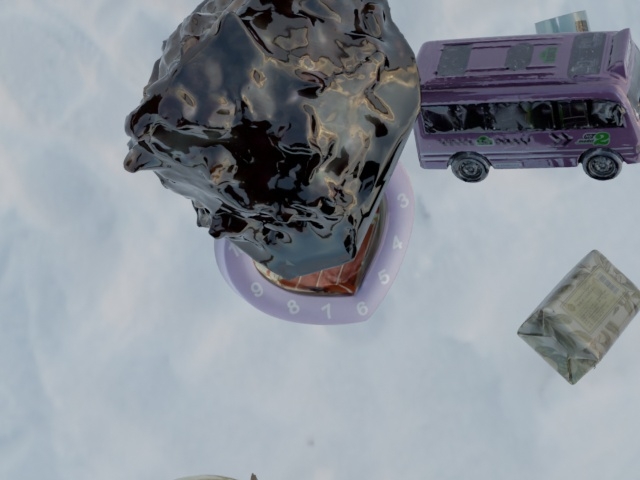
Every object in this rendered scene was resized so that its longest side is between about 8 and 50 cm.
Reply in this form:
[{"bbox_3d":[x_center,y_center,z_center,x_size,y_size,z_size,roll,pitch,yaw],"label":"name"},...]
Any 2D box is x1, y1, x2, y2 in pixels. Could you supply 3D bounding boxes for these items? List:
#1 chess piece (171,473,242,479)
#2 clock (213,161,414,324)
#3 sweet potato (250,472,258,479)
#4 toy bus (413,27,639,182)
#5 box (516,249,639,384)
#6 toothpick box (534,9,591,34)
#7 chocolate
[{"bbox_3d":[-0.079,0.252,0.995,0.167,0.167,0.299,-3,140,-5],"label":"chess piece"},{"bbox_3d":[0.000,0.000,1.532,0.198,0.064,0.172,-32,114,-10],"label":"clock"},{"bbox_3d":[-0.101,0.346,1.786,0.068,0.226,0.068,9,121,16],"label":"sweet potato"},{"bbox_3d":[0.159,-0.104,1.208,0.178,0.087,0.098,0,133,19],"label":"toy bus"},{"bbox_3d":[0.198,0.057,1.211,0.062,0.098,0.045,45,137,7],"label":"box"},{"bbox_3d":[0.233,-0.168,1.501,0.052,0.052,0.083,-15,94,3],"label":"toothpick box"},{"bbox_3d":[-0.072,-0.099,1.109,0.177,0.206,0.224,3,117,-51],"label":"chocolate"}]
